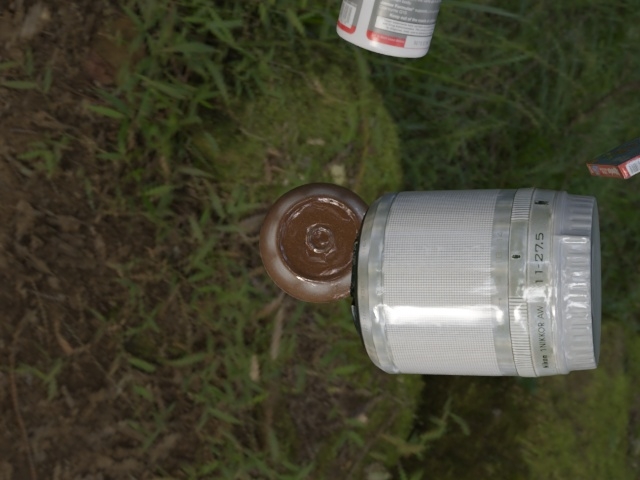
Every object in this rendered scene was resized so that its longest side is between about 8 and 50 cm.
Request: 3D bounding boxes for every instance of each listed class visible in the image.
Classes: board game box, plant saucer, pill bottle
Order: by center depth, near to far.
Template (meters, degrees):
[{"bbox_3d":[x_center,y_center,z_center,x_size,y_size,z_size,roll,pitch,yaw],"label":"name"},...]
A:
[{"bbox_3d":[0.518,-0.144,1.756,0.145,0.281,0.027,-26,93,6],"label":"board game box"},{"bbox_3d":[0.000,0.000,1.766,0.199,0.198,0.036,-57,175,-9],"label":"plant saucer"},{"bbox_3d":[0.134,-0.457,1.796,0.161,0.161,0.283,-6,120,-41],"label":"pill bottle"}]

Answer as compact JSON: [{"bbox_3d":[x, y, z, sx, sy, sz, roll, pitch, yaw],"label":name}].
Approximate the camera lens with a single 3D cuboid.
[{"bbox_3d":[0.184,0.049,1.290,0.219,0.274,0.220,-1,90,-73],"label":"camera lens"}]
